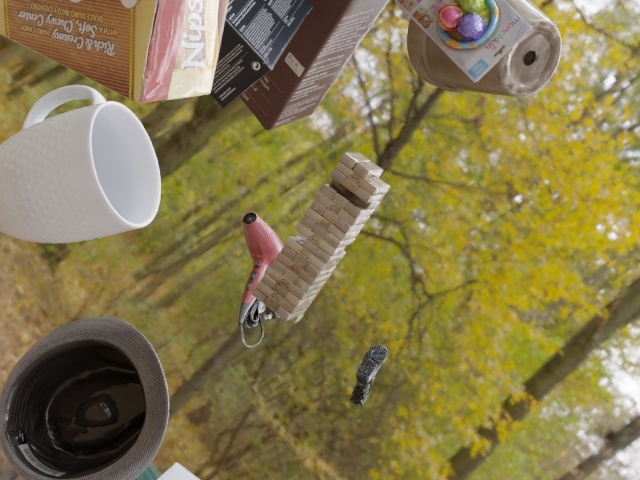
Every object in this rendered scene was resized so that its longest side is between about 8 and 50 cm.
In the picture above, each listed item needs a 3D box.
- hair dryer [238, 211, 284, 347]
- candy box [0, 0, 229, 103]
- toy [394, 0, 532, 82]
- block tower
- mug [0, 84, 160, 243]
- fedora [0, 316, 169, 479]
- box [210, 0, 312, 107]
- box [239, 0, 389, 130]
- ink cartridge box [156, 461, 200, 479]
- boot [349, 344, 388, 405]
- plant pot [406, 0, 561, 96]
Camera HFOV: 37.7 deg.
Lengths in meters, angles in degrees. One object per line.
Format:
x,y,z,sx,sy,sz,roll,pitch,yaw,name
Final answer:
-0.130,0.075,2.122,0.223,0.080,0.293,-48,132,-71,hair dryer
-0.212,-0.252,0.752,0.316,0.087,0.183,28,-62,26,candy box
0.243,-0.410,1.662,0.237,0.137,0.056,52,14,26,toy
0.000,0.000,1.734,0.091,0.335,0.097,37,16,14,block tower
-0.560,-0.173,2.050,0.276,0.328,0.374,44,39,-59,mug
-0.316,0.239,1.333,0.243,0.275,0.124,64,10,15,fedora
-0.131,-0.328,1.317,0.184,0.103,0.261,48,30,-17,box
-0.031,-0.390,1.647,0.191,0.143,0.381,51,-45,13,box
-0.318,0.493,1.432,0.065,0.333,0.165,33,-57,13,ink cartridge box
0.106,0.301,2.074,0.045,0.121,0.099,23,-46,17,boot
0.416,-0.481,2.270,0.280,0.323,0.323,43,-15,48,plant pot
